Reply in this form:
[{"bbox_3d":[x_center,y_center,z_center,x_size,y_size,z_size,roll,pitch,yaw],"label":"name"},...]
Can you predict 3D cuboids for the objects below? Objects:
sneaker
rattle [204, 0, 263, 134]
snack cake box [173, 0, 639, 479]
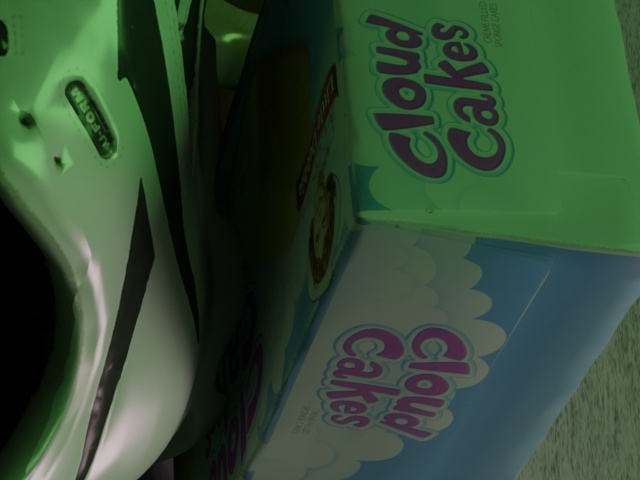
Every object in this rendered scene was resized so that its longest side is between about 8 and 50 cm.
[{"bbox_3d":[-0.095,-0.073,0.515,0.146,0.122,0.331,-37,120,-67],"label":"sneaker"},{"bbox_3d":[-0.074,-0.063,0.712,0.130,0.143,0.199,50,39,2],"label":"rattle"},{"bbox_3d":[0.015,0.013,0.630,0.264,0.089,0.152,112,-20,-51],"label":"snack cake box"}]
